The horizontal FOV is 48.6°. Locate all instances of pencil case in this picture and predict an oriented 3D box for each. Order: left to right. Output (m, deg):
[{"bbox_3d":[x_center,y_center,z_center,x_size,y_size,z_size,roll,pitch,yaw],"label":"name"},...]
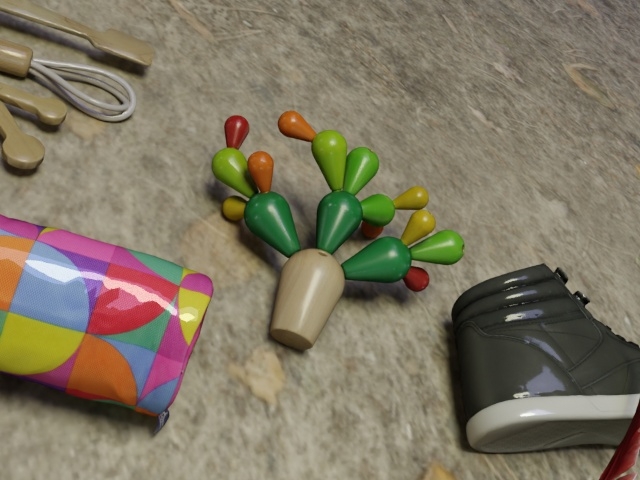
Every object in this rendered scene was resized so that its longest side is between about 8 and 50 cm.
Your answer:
[{"bbox_3d":[-0.180,0.032,0.416,0.236,0.104,0.104,22,43,-15],"label":"pencil case"}]

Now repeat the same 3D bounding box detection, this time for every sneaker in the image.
[{"bbox_3d":[0.240,0.093,0.600,0.295,0.104,0.147,5,54,-22],"label":"sneaker"}]

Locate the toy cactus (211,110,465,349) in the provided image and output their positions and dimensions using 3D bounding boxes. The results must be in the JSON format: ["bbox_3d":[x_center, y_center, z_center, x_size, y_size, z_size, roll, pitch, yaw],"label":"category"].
[{"bbox_3d":[0.000,0.000,0.568,0.219,0.112,0.180,27,61,-10],"label":"toy cactus"}]

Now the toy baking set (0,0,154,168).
[{"bbox_3d":[-0.264,-0.142,0.576,0.197,0.030,0.256,38,43,1],"label":"toy baking set"}]

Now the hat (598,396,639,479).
[{"bbox_3d":[0.180,0.209,0.469,0.183,0.208,0.173,-90,156,-76],"label":"hat"}]
